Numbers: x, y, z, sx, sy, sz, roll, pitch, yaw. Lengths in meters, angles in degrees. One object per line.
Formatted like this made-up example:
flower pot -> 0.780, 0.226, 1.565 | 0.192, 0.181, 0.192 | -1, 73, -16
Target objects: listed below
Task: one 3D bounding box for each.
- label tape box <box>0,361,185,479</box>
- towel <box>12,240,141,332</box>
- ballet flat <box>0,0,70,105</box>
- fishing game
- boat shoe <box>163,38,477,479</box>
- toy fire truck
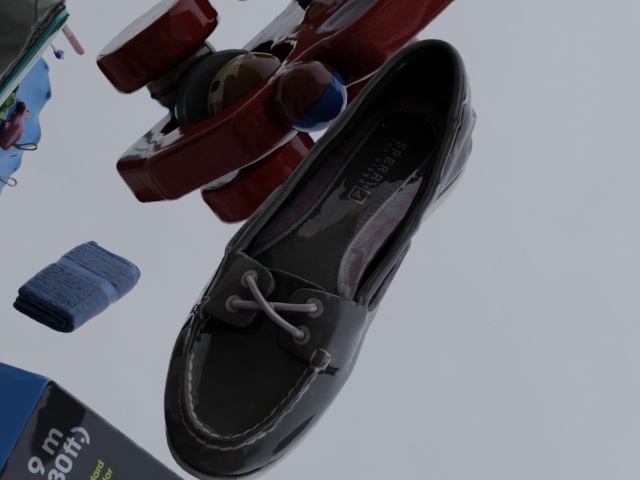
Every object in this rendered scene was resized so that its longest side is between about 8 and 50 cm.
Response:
label tape box -> -0.214, 0.213, 1.146 | 0.106, 0.240, 0.334 | 0, -34, 46
towel -> -0.213, 0.042, 1.623 | 0.067, 0.119, 0.029 | 28, -59, 15
ballet flat -> -0.254, -0.096, 1.283 | 0.068, 0.213, 0.072 | 33, 0, -5
fishing game -> -0.282, -0.084, 1.576 | 0.041, 0.264, 0.189 | 28, -12, 16
boat shoe -> 0.000, 0.000, 1.158 | 0.112, 0.335, 0.095 | 24, -35, 15
toy fire truck -> -0.013, -0.141, 1.369 | 0.169, 0.302, 0.254 | 53, -20, -14
